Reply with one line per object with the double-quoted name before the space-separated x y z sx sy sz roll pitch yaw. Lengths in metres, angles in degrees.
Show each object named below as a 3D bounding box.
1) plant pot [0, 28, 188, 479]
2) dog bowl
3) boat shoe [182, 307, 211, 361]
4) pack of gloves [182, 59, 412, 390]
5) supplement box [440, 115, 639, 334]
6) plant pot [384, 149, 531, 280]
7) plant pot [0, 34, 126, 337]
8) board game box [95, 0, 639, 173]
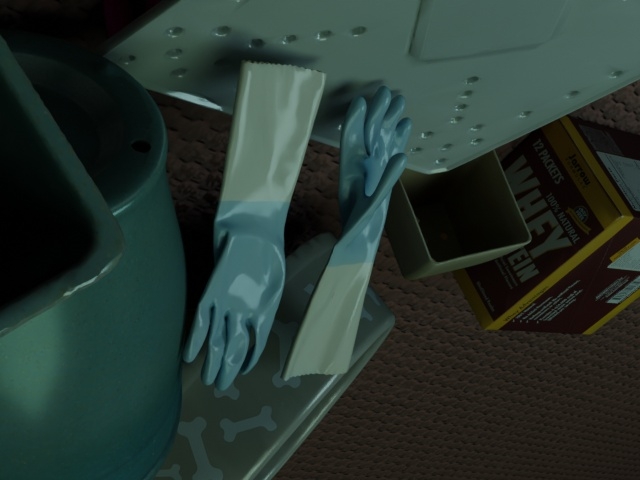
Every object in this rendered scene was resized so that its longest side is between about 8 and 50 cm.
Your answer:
"plant pot" -0.204 0.016 0.735 0.271 0.272 0.255 -9 139 -28
"dog bowl" -0.065 0.155 1.036 0.349 0.102 0.349 -49 172 -9
"boat shoe" -0.153 0.093 1.089 0.190 0.068 0.072 -16 133 -24
"pack of gloves" 0.000 0.000 0.800 0.195 0.046 0.232 -2 109 -53
"supplement box" 0.261 -0.009 1.176 0.194 0.129 0.191 7 138 -44
"plant pot" 0.115 -0.019 1.081 0.109 0.109 0.096 -12 162 -23
"plant pot" -0.292 -0.011 0.496 0.252 0.248 0.247 -25 -172 46
"board game box" 0.114 -0.173 0.771 0.390 0.050 0.390 -26 156 36
